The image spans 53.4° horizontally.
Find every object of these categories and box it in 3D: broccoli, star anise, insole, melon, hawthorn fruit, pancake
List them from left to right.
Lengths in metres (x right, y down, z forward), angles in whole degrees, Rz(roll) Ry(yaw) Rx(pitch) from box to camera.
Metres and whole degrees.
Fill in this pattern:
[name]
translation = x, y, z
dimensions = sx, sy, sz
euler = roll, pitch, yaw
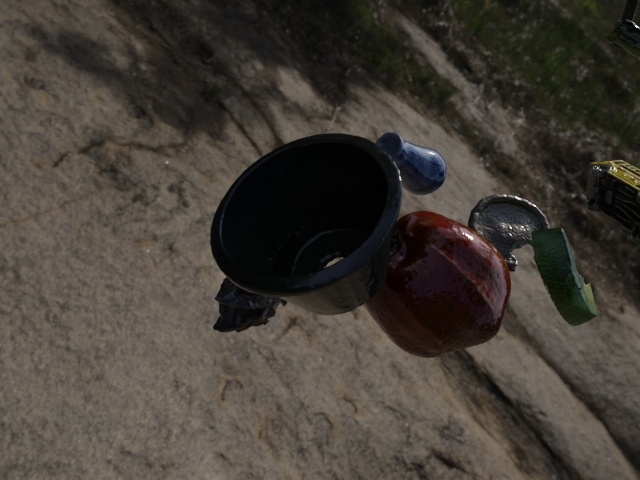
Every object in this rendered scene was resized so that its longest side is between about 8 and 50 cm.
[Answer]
[star anise]
translation = -0.103, 0.072, 1.346
dimensions = 0.117, 0.332, 0.332
euler = 33, 33, 13
[hawthorn fruit]
translation = 0.184, 0.057, 1.115
dimensions = 0.300, 0.254, 0.254
euler = 50, 27, -31
[pancake]
translation = 0.607, -0.029, 2.035
dimensions = 0.288, 0.033, 0.286
euler = 10, 58, -8
[melon]
translation = 0.483, 0.079, 1.246
dimensions = 0.209, 0.064, 0.118
euler = 51, 34, -27
[insole]
translation = 0.840, -0.681, 1.675
dimensions = 0.007, 0.322, 0.109
euler = 3, 40, 5
[broccoli]
translation = 0.836, -0.443, 1.499
dimensions = 0.177, 0.198, 0.275
euler = 69, -5, -66

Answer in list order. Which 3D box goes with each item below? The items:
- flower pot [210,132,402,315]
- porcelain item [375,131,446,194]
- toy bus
[flower pot]
translation = 0.000, 0.000, 0.888
dimensions = 0.166, 0.269, 0.269
euler = 62, 11, -47
[porcelain item]
translation = 0.252, -0.208, 1.750
dimensions = 0.259, 0.141, 0.141
euler = 22, 35, -46
[toy bus]
translation = 0.904, -0.119, 1.832
dimensions = 0.152, 0.144, 0.330
euler = -11, 28, -7
